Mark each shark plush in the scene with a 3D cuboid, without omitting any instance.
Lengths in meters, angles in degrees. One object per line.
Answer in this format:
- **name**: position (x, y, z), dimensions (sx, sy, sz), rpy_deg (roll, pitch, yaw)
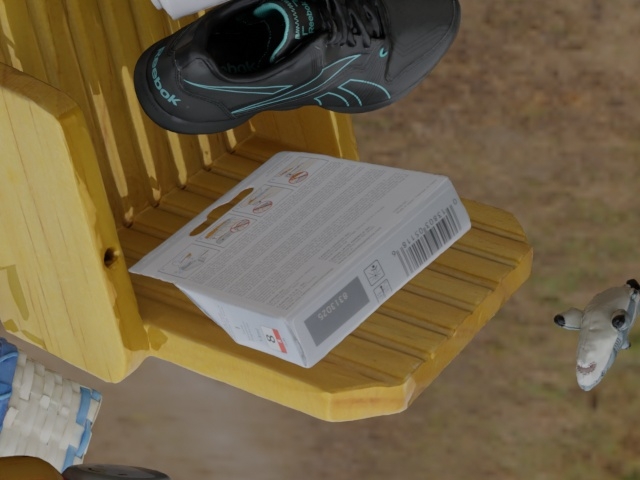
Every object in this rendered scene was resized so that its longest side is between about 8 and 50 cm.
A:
- **shark plush**: position (0.280, 0.080, 1.556), dimensions (0.073, 0.067, 0.161), rpy_deg (-7, -161, 29)

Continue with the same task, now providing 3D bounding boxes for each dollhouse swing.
- **dollhouse swing**: position (-0.041, -0.075, 1.215), dimensions (0.305, 0.315, 0.347), rpy_deg (4, -153, 34)

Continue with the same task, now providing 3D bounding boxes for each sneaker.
- **sneaker**: position (-0.001, -0.143, 1.185), dimensions (0.267, 0.101, 0.106), rpy_deg (-20, 171, -25)

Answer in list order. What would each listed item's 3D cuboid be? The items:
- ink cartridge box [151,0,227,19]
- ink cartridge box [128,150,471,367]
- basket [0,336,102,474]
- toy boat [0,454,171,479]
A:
- **ink cartridge box**: position (0.019, -0.351, 1.045), dimensions (0.395, 0.166, 0.285), rpy_deg (-19, 139, 6)
- **ink cartridge box**: position (-0.017, 0.006, 1.007), dimensions (0.179, 0.145, 0.045), rpy_deg (11, 134, 54)
- **basket**: position (-0.408, 0.220, 1.777), dimensions (0.289, 0.254, 0.201), rpy_deg (27, 157, -31)
- **toy boat**: position (-0.094, 0.224, 0.752), dimensions (0.148, 0.318, 0.267), rpy_deg (7, 130, -37)
